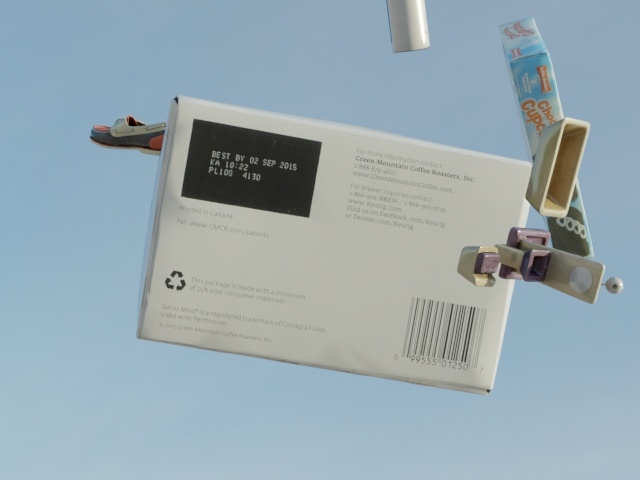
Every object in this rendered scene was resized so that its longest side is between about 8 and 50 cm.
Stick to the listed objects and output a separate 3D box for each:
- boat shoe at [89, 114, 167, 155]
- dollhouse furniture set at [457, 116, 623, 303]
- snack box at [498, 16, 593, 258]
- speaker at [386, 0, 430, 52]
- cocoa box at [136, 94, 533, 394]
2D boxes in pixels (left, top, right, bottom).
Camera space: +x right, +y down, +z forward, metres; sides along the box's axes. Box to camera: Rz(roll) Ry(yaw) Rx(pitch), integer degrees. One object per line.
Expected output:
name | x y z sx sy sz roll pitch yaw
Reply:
boat shoe | -0.233 -0.134 1.343 0.137 0.049 0.043 11 -69 32
dollhouse furniture set | 0.154 -0.019 0.678 0.091 0.114 0.081 4 13 -44
snack box | 0.329 -0.147 1.578 0.060 0.187 0.322 -14 -66 10
speaker | 0.119 -0.335 1.511 0.055 0.055 0.136 -1 -75 30
cocoa box | 0.000 0.000 1.089 0.347 0.231 0.228 10 2 -10
